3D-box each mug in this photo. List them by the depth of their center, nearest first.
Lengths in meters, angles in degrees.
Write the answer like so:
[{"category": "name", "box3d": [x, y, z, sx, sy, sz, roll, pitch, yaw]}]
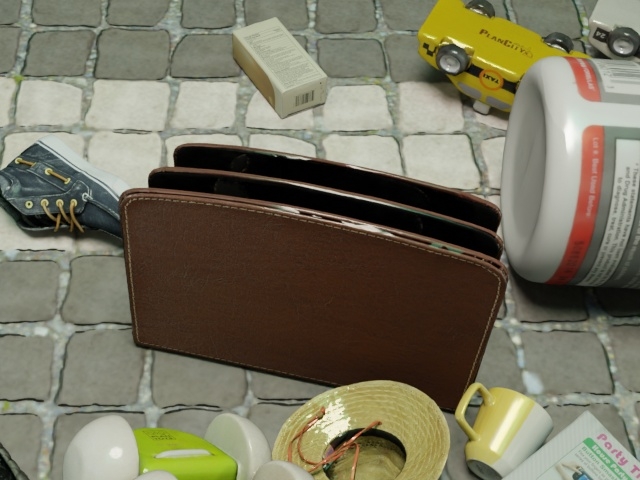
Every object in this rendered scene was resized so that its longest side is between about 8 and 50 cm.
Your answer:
[{"category": "mug", "box3d": [0.144, 0.162, 0.836, 0.078, 0.062, 0.064, 31, 63, 11]}]

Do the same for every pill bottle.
[{"category": "pill bottle", "box3d": [0.365, -0.054, 0.934, 0.362, 0.210, 0.210, 4, 51, -2]}]

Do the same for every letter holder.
[{"category": "letter holder", "box3d": [0.000, 0.000, 0.853, 0.301, 0.214, 0.152, 11, 51, 5]}]

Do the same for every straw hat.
[{"category": "straw hat", "box3d": [0.038, 0.182, 0.806, 0.144, 0.061, 0.144, -11, 40, 10]}]

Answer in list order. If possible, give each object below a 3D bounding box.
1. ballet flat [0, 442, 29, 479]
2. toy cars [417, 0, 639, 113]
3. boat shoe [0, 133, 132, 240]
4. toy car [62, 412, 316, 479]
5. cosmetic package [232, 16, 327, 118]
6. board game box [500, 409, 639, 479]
[{"category": "ballet flat", "box3d": [-0.260, 0.184, 0.786, 0.173, 0.049, 0.057, 35, 55, 22]}, {"category": "toy cars", "box3d": [0.294, -0.201, 1.133, 0.393, 0.087, 0.176, -8, 57, -15]}, {"category": "boat shoe", "box3d": [-0.237, -0.030, 0.958, 0.183, 0.065, 0.083, 32, 58, 31]}, {"category": "toy car", "box3d": [-0.097, 0.208, 0.728, 0.159, 0.136, 0.182, 5, 16, -38]}, {"category": "cosmetic package", "box3d": [-0.046, -0.193, 1.119, 0.060, 0.041, 0.115, -22, 56, -21]}, {"category": "board game box", "box3d": [0.155, 0.295, 0.703, 0.303, 0.097, 0.224, -30, 60, -24]}]
